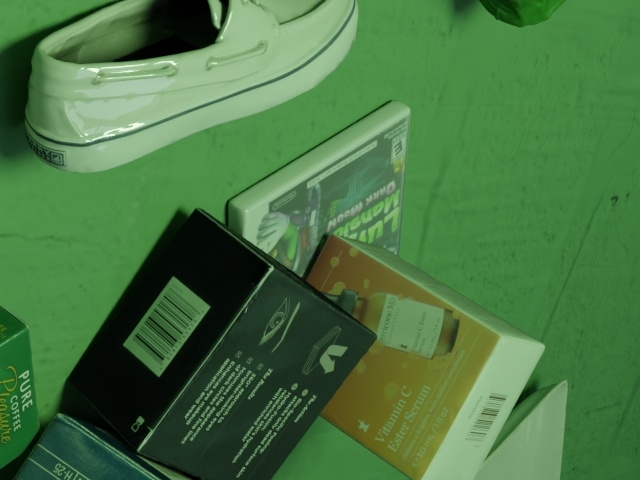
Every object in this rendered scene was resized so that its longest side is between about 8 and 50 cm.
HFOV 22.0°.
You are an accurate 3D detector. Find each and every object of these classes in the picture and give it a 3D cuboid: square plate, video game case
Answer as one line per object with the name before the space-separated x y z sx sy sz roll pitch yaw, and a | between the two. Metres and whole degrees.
square plate | 0.140 0.351 1.781 0.347 0.049 0.344 -38 143 -32
video game case | 0.000 0.000 1.300 0.190 0.022 0.173 -34 141 -36

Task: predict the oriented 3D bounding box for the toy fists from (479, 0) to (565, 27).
toy fists | 0.196 -0.301 1.262 0.279 0.096 0.142 -50 158 -18

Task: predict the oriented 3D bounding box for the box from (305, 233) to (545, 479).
box | 0.062 0.093 1.280 0.091 0.170 0.130 15 103 -59

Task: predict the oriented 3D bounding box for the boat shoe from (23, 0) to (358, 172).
boat shoe | -0.069 -0.126 1.019 0.258 0.095 0.084 -35 146 -37

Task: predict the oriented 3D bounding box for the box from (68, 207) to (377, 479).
box | -0.067 0.085 1.181 0.156 0.093 0.158 -53 143 0

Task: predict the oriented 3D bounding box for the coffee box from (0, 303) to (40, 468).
coffee box | -0.256 0.127 1.015 0.184 0.040 0.113 -36 144 -33

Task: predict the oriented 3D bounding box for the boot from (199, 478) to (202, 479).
boot | -0.078 0.330 1.284 0.104 0.211 0.295 4 111 -10

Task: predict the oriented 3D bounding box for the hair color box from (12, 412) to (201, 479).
hair color box | -0.209 0.297 1.135 0.347 0.105 0.174 -57 164 -4
